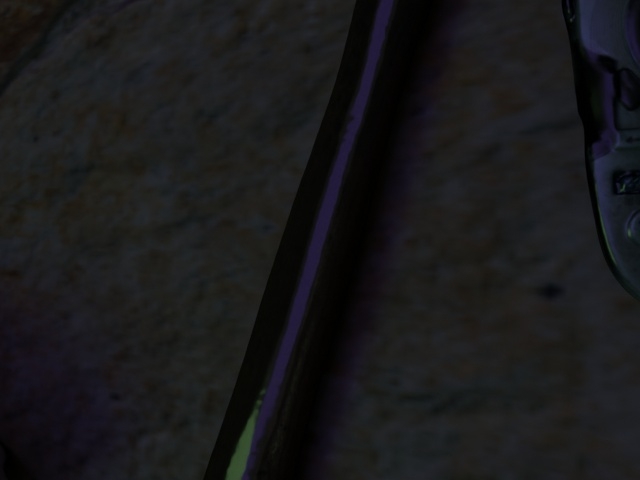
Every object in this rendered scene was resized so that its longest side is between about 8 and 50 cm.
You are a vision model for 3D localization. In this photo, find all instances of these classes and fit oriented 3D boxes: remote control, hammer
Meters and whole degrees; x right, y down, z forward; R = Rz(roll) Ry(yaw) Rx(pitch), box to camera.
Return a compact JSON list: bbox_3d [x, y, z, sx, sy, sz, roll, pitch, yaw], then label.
[{"bbox_3d":[0.145,-0.096,0.332,0.098,0.045,0.256,0,85,4],"label":"remote control"},{"bbox_3d":[0.000,0.000,0.419,0.168,0.044,0.439,20,94,34],"label":"hammer"}]

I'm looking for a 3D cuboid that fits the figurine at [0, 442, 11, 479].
[{"bbox_3d":[-0.351,0.259,0.487,0.324,0.231,0.340,27,94,3],"label":"figurine"}]
